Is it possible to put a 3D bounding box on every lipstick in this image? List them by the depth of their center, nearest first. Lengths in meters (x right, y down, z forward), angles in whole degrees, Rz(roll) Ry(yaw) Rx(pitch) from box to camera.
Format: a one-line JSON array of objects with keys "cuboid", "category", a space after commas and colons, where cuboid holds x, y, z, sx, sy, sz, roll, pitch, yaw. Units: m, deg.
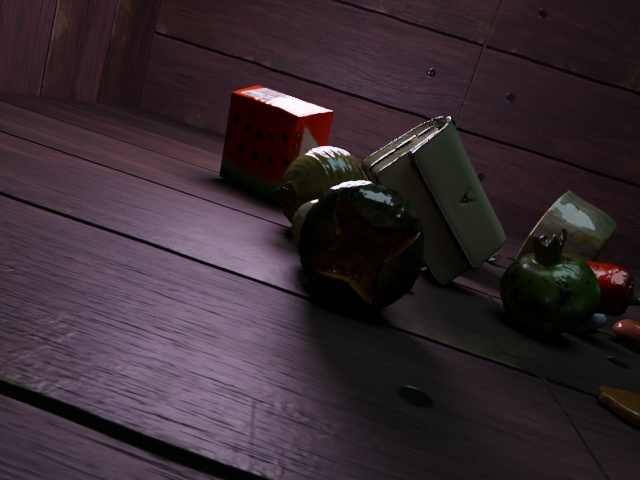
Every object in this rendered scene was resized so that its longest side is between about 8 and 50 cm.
[{"cuboid": [0.681, 0.208, 1.349, 0.158, 0.048, 0.048, 4, 19, -44], "category": "lipstick"}]

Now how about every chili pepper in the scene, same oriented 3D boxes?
[{"cuboid": [0.679, 0.118, 1.268, 0.134, 0.131, 0.338, -9, 9, -41], "category": "chili pepper"}]

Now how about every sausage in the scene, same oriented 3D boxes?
[{"cuboid": [0.819, 0.254, 1.292, 0.077, 0.077, 0.194, 8, 15, -38], "category": "sausage"}]

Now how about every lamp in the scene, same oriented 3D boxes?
[{"cuboid": [-0.005, -0.122, 1.377, 0.284, 0.250, 0.250, -7, 26, -41], "category": "lamp"}]

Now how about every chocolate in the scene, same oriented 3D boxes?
[{"cuboid": [-0.165, -0.310, 1.755, 0.360, 0.341, 0.161, 27, 25, 31], "category": "chocolate"}]

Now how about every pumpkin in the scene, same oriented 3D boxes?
[{"cuboid": [0.073, 0.009, 0.960, 0.238, 0.238, 0.159, 20, 8, 9], "category": "pumpkin"}, {"cuboid": [0.736, 0.039, 1.588, 0.199, 0.332, 0.332, 39, 20, 23], "category": "pumpkin"}]

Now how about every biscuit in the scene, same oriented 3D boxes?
[{"cuboid": [0.562, 0.294, 0.875, 0.184, 0.027, 0.133, 12, 15, -16], "category": "biscuit"}]

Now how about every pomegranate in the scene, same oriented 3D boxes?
[{"cuboid": [0.514, 0.092, 1.184, 0.211, 0.263, 0.211, -8, 21, 3], "category": "pomegranate"}]

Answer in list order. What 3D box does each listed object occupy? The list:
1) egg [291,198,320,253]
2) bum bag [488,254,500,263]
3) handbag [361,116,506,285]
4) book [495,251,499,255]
[{"cuboid": [0.034, -0.007, 1.119, 0.201, 0.164, 0.164, 29, 12, -4], "category": "egg"}, {"cuboid": [0.598, 0.053, 1.911, 0.058, 0.034, 0.124, -5, 21, -26], "category": "bum bag"}, {"cuboid": [0.296, -0.096, 1.325, 0.358, 0.236, 0.160, 58, -5, -21], "category": "handbag"}, {"cuboid": [0.557, -0.018, 2.192, 0.322, 0.018, 0.228, 16, 13, -8], "category": "book"}]
